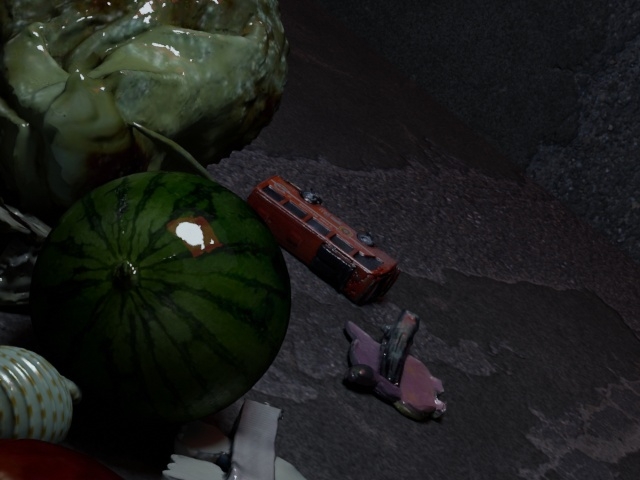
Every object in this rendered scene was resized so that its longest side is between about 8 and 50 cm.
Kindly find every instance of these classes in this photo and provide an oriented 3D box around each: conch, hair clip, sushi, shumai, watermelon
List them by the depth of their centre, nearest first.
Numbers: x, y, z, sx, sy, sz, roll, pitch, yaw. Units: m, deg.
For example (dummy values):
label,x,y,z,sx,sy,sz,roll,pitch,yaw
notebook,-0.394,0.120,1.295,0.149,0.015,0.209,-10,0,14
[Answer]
label,x,y,z,sx,sy,sz,roll,pitch,yaw
conch,-0.264,0.132,0.947,0.135,0.102,0.153,30,-14,14
hair clip,-0.068,0.202,1.073,0.140,0.054,0.220,24,8,-5
watermelon,-0.147,0.054,1.088,0.242,0.242,0.242,28,21,-12
sushi,-0.344,0.004,1.138,0.134,0.109,0.273,39,4,34
shumai,-0.236,-0.157,1.297,0.395,0.395,0.348,27,29,-16
hair clip,0.097,0.157,1.493,0.146,0.056,0.187,30,30,-10

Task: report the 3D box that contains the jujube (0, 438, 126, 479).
label,x,y,z,sx,sy,sz,roll,pitch,yaw
jujube,-0.149,0.266,0.699,0.318,0.223,0.223,46,23,12

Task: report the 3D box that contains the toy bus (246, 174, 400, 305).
label,x,y,z,sx,sy,sz,roll,pitch,yaw
toy bus,0.000,0.000,1.666,0.235,0.074,0.096,38,30,12
